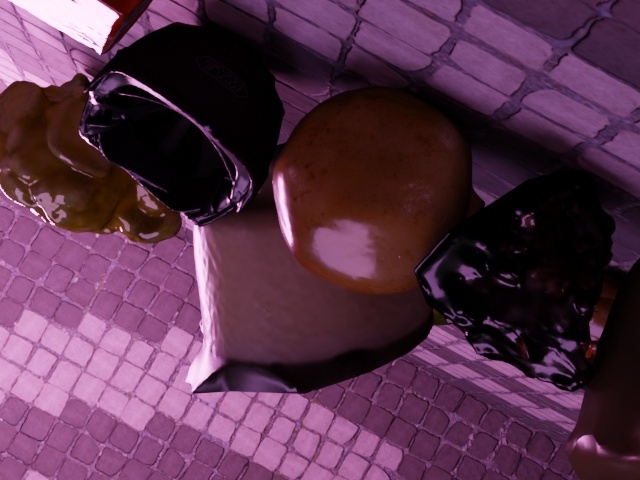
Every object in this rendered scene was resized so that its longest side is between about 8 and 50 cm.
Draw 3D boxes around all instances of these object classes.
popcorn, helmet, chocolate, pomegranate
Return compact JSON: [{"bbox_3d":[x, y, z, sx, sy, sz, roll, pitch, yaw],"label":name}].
[{"bbox_3d":[-0.408,-0.124,1.935,0.334,0.292,0.294,4,151,-41],"label":"popcorn"},{"bbox_3d":[-0.139,-0.155,1.335,0.225,0.177,0.305,42,155,-12],"label":"helmet"},{"bbox_3d":[0.233,0.061,1.153,0.177,0.206,0.224,57,179,20],"label":"chocolate"},{"bbox_3d":[-0.274,-0.299,1.155,0.237,0.108,0.235,32,169,-14],"label":"chocolate"},{"bbox_3d":[0.054,-0.051,1.211,0.233,0.233,0.233,28,171,5],"label":"pomegranate"},{"bbox_3d":[-0.029,0.016,1.518,0.326,0.297,0.314,-9,-168,40],"label":"chocolate"}]

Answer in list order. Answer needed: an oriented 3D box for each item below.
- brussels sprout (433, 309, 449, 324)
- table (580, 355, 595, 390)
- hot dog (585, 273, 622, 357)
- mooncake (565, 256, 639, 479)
[{"bbox_3d":[0.168,0.070,1.829,0.152,0.122,0.149,23,172,36],"label":"brussels sprout"},{"bbox_3d":[0.365,0.161,1.569,0.134,0.043,0.133,10,-162,-3],"label":"table"},{"bbox_3d":[0.284,0.073,1.503,0.349,0.117,0.158,26,174,14],"label":"hot dog"},{"bbox_3d":[0.484,0.197,1.128,0.467,0.262,0.467,25,165,7],"label":"mooncake"}]
